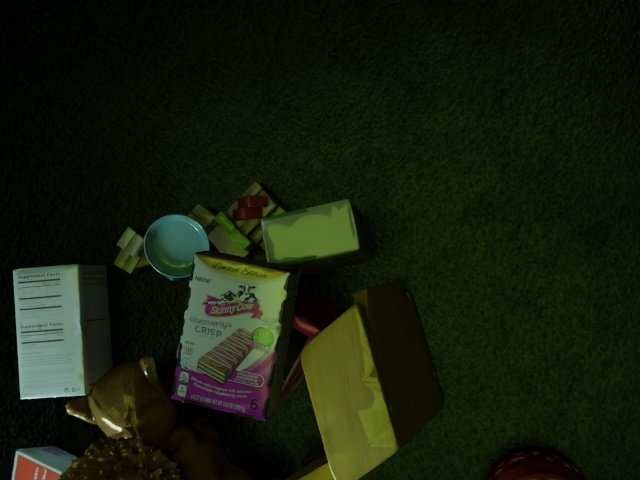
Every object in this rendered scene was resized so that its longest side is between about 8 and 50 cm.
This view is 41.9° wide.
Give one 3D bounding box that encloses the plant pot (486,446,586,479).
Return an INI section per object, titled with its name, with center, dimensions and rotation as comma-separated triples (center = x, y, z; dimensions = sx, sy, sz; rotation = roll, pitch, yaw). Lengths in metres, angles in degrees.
[plant pot]
center = 0.376, 0.465, 1.437
dimensions = 0.191, 0.174, 0.191
rotation = -1, 87, 11

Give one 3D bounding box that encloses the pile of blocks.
[pile of blocks]
center = -0.230, 0.003, 1.584
dimensions = 0.362, 0.112, 0.149
rotation = -20, 85, 9

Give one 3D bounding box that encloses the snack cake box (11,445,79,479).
[snack cake box]
center = -0.524, 0.545, 1.598
dimensions = 0.152, 0.089, 0.265
rotation = 9, 89, 39

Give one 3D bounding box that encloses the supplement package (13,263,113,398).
[supplement package]
center = -0.492, 0.171, 1.609
dimensions = 0.133, 0.139, 0.244
rotation = -5, 86, 8

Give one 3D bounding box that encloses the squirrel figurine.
[squirrel figurine]
center = -0.286, 0.392, 1.437
dimensions = 0.281, 0.397, 0.371
rotation = -27, 90, 13

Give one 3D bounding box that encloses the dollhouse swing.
[dollhouse swing]
center = 0.015, 0.267, 1.425
dimensions = 0.304, 0.347, 0.315
rotation = -18, 85, 20

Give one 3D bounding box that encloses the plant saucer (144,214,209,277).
[plant saucer]
center = -0.261, 0.008, 1.526
dimensions = 0.119, 0.021, 0.119
rotation = 0, 105, 0

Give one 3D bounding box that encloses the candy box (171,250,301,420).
[candy box]
center = -0.130, 0.144, 1.292
dimensions = 0.159, 0.071, 0.234
rotation = 10, 95, 12

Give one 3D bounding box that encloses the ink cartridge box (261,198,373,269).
[ink cartridge box]
center = 0.000, 0.000, 1.493
dimensions = 0.160, 0.219, 0.093
rotation = -12, 83, 8

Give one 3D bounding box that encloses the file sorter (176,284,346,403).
[file sorter]
center = -0.100, 0.168, 1.469
dimensions = 0.202, 0.290, 0.182
rotation = 30, 96, 9
